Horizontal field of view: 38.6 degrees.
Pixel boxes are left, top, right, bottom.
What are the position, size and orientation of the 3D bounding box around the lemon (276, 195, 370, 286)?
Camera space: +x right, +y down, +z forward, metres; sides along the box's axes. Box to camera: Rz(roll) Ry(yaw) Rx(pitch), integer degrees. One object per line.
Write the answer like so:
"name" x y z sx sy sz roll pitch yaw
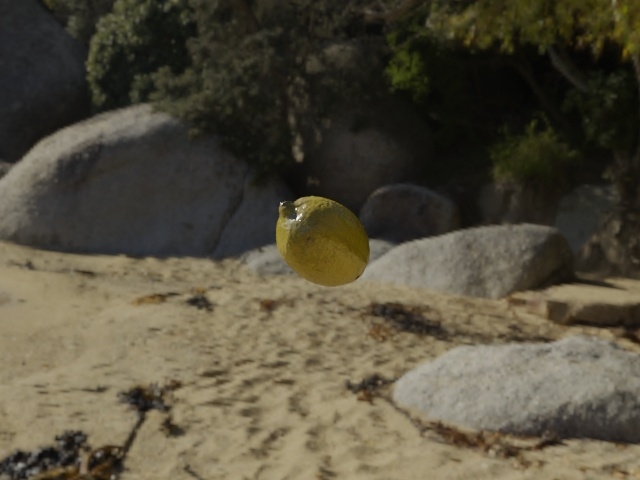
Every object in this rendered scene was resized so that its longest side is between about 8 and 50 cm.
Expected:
"lemon" 0.000 0.000 0.894 0.110 0.082 0.082 36 -12 -28
